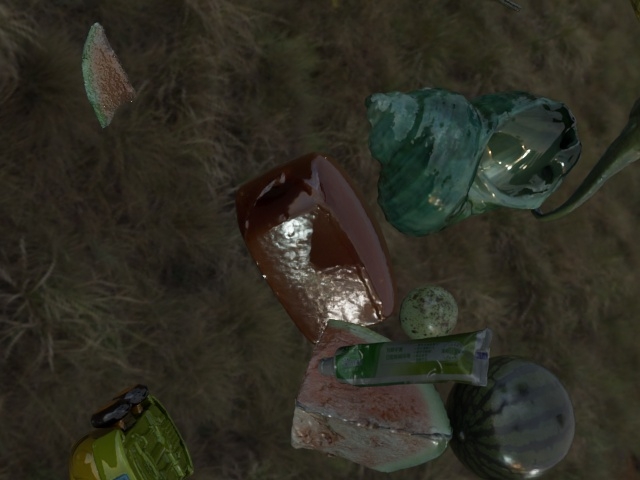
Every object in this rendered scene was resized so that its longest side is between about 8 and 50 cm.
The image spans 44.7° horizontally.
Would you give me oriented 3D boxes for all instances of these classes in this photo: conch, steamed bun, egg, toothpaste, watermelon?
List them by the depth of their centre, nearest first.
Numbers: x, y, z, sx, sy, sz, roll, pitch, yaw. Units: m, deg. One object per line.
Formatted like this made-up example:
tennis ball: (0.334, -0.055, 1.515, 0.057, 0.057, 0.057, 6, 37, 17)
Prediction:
conch: (0.133, -0.090, 0.787, 0.202, 0.196, 0.134, 14, 28, -44)
toothpaste: (0.102, 0.156, 0.999, 0.047, 0.248, 0.078, 45, 47, -40)
egg: (0.160, 0.111, 1.167, 0.085, 0.110, 0.085, 4, 75, -16)
watermelon: (0.058, 0.253, 1.249, 0.232, 0.193, 0.310, -29, 60, -23)
watermelon: (0.303, 0.291, 1.265, 0.212, 0.212, 0.212, 28, 54, -47)
watermelon: (-0.354, -0.287, 1.317, 0.155, 0.080, 0.101, 63, 24, -16)
steamed bun: (0.000, 0.000, 1.564, 0.379, 0.235, 0.248, 60, 17, -26)

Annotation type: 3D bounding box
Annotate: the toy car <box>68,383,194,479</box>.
toy car: (-0.279, 0.328, 1.116, 0.200, 0.142, 0.248, 61, 4, 0)

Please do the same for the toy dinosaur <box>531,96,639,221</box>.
toy dinosaur: (0.352, -0.133, 0.749, 0.076, 0.363, 0.147, 45, 17, -1)

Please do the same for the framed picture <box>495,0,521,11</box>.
framed picture: (0.156, -0.355, 1.020, 0.173, 0.010, 0.231, 22, 20, -17)

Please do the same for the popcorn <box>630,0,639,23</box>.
popcorn: (0.517, -0.346, 1.006, 0.184, 0.221, 0.204, 35, 40, -46)
